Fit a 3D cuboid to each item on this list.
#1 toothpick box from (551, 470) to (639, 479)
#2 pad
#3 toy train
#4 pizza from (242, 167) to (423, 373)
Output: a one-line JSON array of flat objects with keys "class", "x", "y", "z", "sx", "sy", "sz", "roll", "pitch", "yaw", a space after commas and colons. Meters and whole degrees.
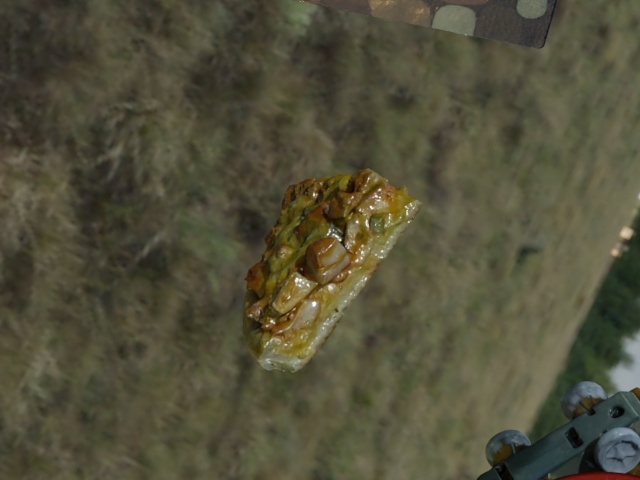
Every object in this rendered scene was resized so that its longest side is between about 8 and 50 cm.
[{"class": "toothpick box", "x": 0.214, "y": 0.359, "z": 1.031, "sx": 0.204, "sy": 0.204, "sz": 0.333, "roll": -56, "pitch": 156, "yaw": -37}, {"class": "pad", "x": 0.088, "y": -0.247, "z": 1.090, "sx": 0.003, "sy": 0.235, "sz": 0.158, "roll": -68, "pitch": 169, "yaw": -48}, {"class": "toy train", "x": 0.220, "y": 0.207, "z": 1.109, "sx": 0.219, "sy": 0.127, "sz": 0.089, "roll": -33, "pitch": -149, "yaw": 3}, {"class": "pizza", "x": -0.001, "y": 0.000, "z": 0.794, "sx": 0.134, "sy": 0.046, "sz": 0.175, "roll": -43, "pitch": -161, "yaw": 22}]
